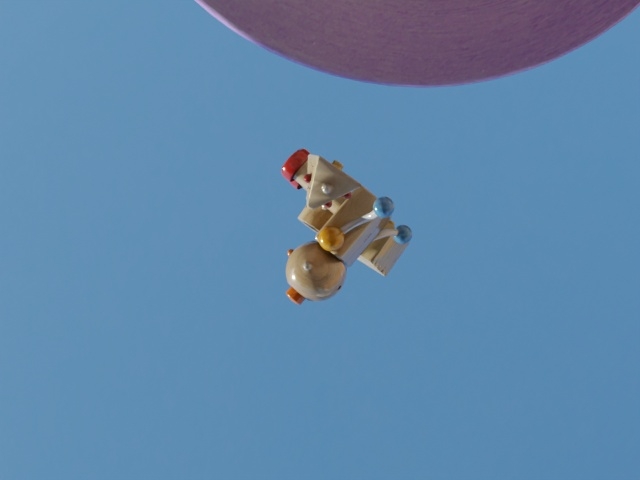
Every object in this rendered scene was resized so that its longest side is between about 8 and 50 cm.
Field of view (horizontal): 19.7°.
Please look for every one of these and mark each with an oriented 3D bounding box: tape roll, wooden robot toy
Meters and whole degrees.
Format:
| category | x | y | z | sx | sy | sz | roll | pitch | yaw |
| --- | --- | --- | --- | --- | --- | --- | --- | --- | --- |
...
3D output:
| category | x | y | z | sx | sy | sz | roll | pitch | yaw |
| --- | --- | --- | --- | --- | --- | --- | --- | --- | --- |
| tape roll | 0.038 | -0.203 | 0.768 | 0.275 | 0.090 | 0.275 | -1 | -82 | -4 |
| wooden robot toy | 0.000 | 0.000 | 1.094 | 0.076 | 0.173 | 0.079 | 34 | -93 | 13 |
